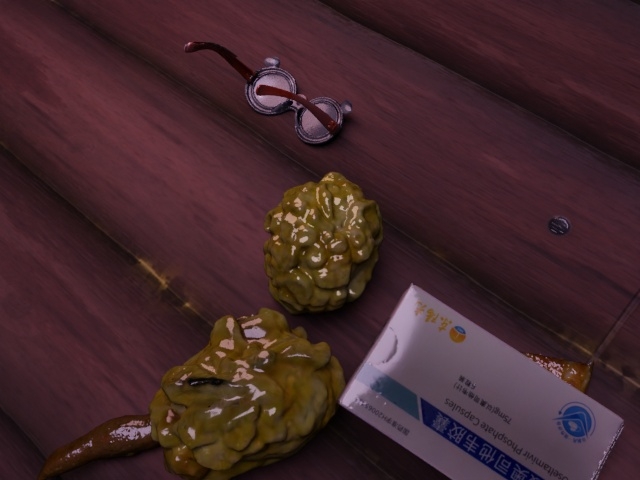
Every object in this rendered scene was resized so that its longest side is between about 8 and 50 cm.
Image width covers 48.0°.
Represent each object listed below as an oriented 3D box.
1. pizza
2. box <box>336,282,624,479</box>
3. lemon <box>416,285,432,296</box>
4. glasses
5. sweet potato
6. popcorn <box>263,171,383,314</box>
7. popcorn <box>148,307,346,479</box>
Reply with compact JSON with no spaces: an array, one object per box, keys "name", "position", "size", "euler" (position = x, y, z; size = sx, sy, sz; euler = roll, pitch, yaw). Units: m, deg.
[{"name":"pizza","position":[0.314,0.218,1.063],"size":[0.131,0.041,0.178],"euler":[38,76,19]},{"name":"box","position":[0.217,0.236,0.991],"size":[0.343,0.065,0.200],"euler":[33,76,5]},{"name":"lemon","position":[0.155,0.110,1.139],"size":[0.062,0.062,0.083],"euler":[-4,63,8]},{"name":"glasses","position":[-0.085,-0.289,1.287],"size":[0.234,0.268,0.118],"euler":[37,92,23]},{"name":"sweet potato","position":[-0.317,0.310,1.115],"size":[0.274,0.067,0.067],"euler":[-21,60,-5]},{"name":"popcorn","position":[-0.004,0.006,1.156],"size":[0.181,0.217,0.235],"euler":[12,55,-13]},{"name":"popcorn","position":[-0.105,0.227,1.042],"size":[0.286,0.215,0.252],"euler":[-16,23,-4]}]
